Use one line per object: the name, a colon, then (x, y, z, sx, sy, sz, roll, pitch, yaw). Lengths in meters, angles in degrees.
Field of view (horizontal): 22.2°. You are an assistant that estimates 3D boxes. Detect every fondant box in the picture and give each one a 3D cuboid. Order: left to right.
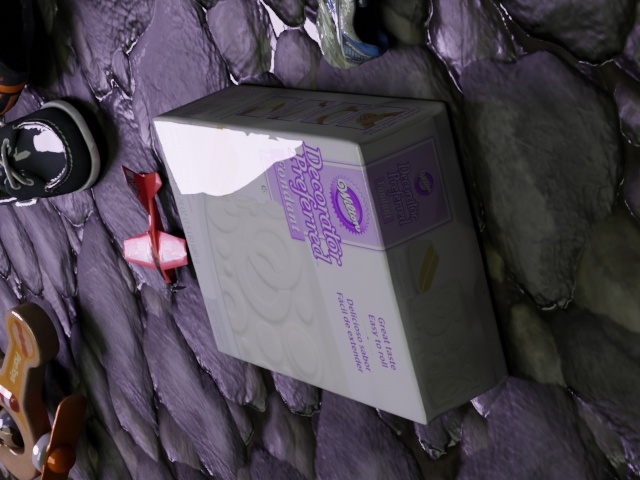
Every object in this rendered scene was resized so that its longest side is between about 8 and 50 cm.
fondant box: (0.000, 0.000, 1.384, 0.330, 0.096, 0.238, 11, 121, 55)

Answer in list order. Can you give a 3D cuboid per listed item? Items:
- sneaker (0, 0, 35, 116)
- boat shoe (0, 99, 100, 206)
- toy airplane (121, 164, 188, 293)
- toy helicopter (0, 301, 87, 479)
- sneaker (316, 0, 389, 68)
sneaker: (-0.414, -0.303, 1.844, 0.321, 0.125, 0.180, 57, 145, 1)
boat shoe: (-0.348, -0.089, 1.900, 0.302, 0.091, 0.114, -17, 97, 61)
toy airplane: (-0.178, -0.014, 1.741, 0.151, 0.028, 0.151, 37, 140, 40)
toy helicopter: (-0.394, 0.212, 2.170, 0.235, 0.140, 0.355, 51, 146, 21)
sneaker: (0.020, -0.199, 1.255, 0.058, 0.052, 0.135, 2, 121, 48)
